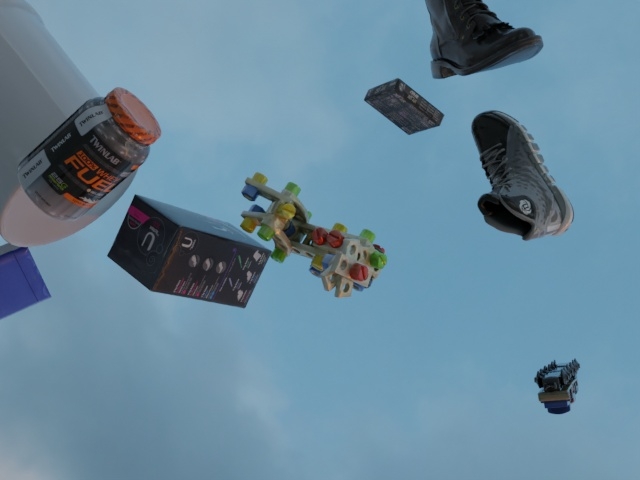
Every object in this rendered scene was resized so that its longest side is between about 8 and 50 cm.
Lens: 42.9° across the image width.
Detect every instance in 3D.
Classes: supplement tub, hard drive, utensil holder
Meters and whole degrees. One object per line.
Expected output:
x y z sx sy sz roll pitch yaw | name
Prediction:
-0.326 -0.124 1.160 0.190 0.117 0.117 -38 -99 15 | supplement tub
-0.733 0.123 1.670 0.040 0.319 0.210 56 -20 26 | hard drive
-0.580 -0.226 1.573 0.385 0.328 0.327 49 -61 13 | utensil holder

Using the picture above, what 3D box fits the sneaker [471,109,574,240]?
0.269 -0.096 1.209 0.228 0.132 0.086 58 -37 20 | sneaker

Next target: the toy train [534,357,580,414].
0.203 0.122 0.689 0.027 0.158 0.036 -8 -97 21 | toy train

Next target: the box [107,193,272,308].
-0.259 0.026 1.644 0.165 0.270 0.143 30 -82 37 | box

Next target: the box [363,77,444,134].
0.107 -0.170 1.044 0.067 0.083 0.018 -9 -128 59 | box

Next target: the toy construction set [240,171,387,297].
0.000 0.000 1.502 0.151 0.215 0.328 -47 -135 -9 | toy construction set

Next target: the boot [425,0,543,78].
0.201 -0.352 1.154 0.263 0.091 0.228 14 -62 66 | boot
